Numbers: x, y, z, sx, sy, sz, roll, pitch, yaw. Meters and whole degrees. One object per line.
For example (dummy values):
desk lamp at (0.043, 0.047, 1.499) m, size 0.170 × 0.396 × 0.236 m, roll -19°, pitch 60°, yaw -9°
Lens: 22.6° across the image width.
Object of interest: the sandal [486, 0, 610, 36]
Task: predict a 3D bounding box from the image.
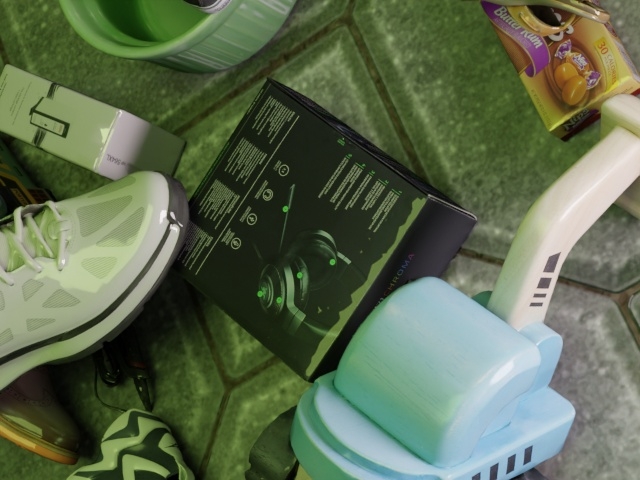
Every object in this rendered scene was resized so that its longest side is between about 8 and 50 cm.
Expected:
sandal at (0.225, -0.242, 1.695) m, size 0.180 × 0.072 × 0.049 m, roll 14°, pitch 101°, yaw 33°

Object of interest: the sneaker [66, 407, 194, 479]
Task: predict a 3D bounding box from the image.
sneaker at (-0.232, 0.332, 1.884) m, size 0.235 × 0.094 × 0.153 m, roll -50°, pitch 51°, yaw 1°

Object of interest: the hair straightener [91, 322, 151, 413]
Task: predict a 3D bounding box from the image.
hair straightener at (-0.263, 0.120, 1.985) m, size 0.089 × 0.047 × 0.230 m, roll -30°, pitch 70°, yaw 22°

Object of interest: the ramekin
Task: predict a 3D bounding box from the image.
ramekin at (-0.164, -0.350, 1.958) m, size 0.303 × 0.148 × 0.304 m, roll -7°, pitch 76°, yaw 29°

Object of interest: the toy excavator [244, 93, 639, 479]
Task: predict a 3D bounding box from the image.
toy excavator at (0.177, 0.095, 1.599) m, size 0.222 × 0.433 × 0.445 m, roll 38°, pitch 127°, yaw 31°

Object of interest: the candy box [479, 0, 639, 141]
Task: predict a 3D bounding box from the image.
candy box at (0.261, -0.215, 1.736) m, size 0.109 × 0.053 × 0.187 m, roll -33°, pitch 66°, yaw 21°

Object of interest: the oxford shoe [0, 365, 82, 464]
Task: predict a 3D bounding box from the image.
oxford shoe at (-0.401, 0.138, 2.010) m, size 0.363 × 0.130 × 0.133 m, roll 42°, pitch 96°, yaw 30°

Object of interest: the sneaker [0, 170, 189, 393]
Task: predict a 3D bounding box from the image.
sneaker at (-0.376, 0.032, 1.794) m, size 0.447 × 0.257 × 0.169 m, roll -34°, pitch 46°, yaw 16°

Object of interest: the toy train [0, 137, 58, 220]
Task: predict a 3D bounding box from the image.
toy train at (-0.453, -0.063, 2.044) m, size 0.334 × 0.190 × 0.142 m, roll 48°, pitch 117°, yaw 31°

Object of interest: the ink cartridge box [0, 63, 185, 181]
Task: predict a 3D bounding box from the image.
ink cartridge box at (-0.292, -0.135, 1.988) m, size 0.203 × 0.148 × 0.086 m, roll 23°, pitch 90°, yaw 31°

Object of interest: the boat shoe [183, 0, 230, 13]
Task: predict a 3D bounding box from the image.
boat shoe at (-0.198, -0.328, 1.839) m, size 0.228 × 0.076 × 0.080 m, roll 37°, pitch 99°, yaw 31°

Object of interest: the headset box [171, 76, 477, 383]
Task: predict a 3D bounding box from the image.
headset box at (0.000, 0.000, 1.797) m, size 0.283 × 0.131 × 0.246 m, roll 37°, pitch 99°, yaw 31°
